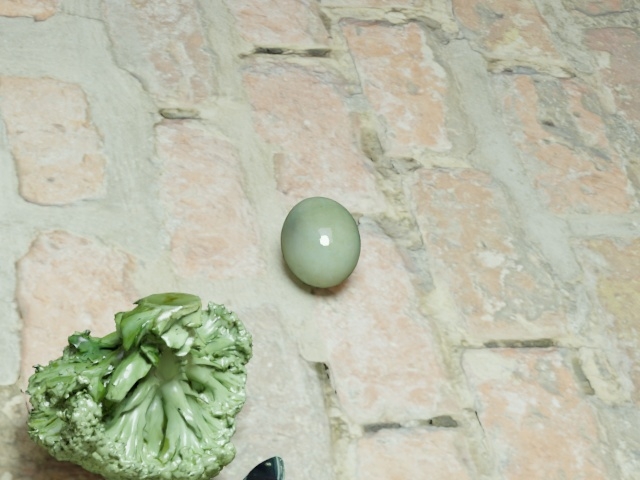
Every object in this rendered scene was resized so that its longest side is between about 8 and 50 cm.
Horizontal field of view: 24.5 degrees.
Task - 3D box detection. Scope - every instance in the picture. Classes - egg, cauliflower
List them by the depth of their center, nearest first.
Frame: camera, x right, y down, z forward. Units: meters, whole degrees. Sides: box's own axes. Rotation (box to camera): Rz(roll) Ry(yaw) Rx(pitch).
[{"bbox_3d":[-0.210,0.158,1.765,0.272,0.250,0.275,8,37,-11],"label":"cauliflower"},{"bbox_3d":[0.000,0.000,2.106,0.114,0.114,0.152,5,40,-12],"label":"egg"}]

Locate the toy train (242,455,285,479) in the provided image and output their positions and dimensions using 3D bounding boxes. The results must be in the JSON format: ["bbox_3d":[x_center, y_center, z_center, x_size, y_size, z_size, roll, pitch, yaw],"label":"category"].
[{"bbox_3d":[-0.097,0.345,1.747,0.055,0.048,0.252,20,35,13],"label":"toy train"}]
